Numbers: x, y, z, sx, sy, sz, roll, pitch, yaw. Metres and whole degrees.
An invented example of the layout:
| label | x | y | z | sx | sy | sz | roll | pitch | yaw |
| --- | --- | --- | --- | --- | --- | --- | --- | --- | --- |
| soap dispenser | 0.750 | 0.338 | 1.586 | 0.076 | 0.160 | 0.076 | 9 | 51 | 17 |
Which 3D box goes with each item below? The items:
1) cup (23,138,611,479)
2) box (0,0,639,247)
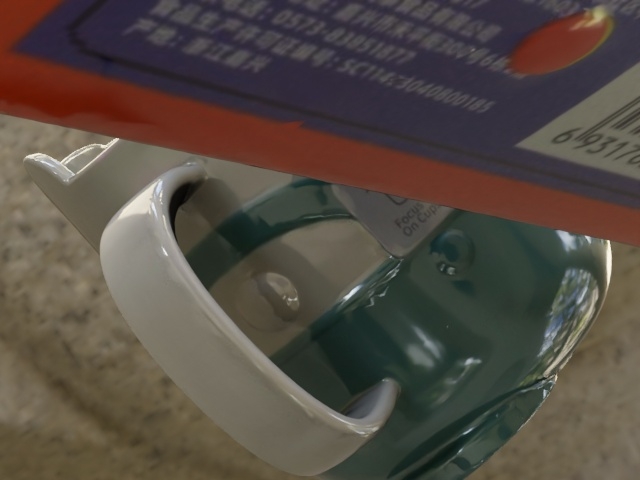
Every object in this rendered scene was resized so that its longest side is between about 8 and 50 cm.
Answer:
| label | x | y | z | sx | sy | sz | roll | pitch | yaw |
| --- | --- | --- | --- | --- | --- | --- | --- | --- | --- |
| cup | 0.000 | 0.000 | 0.965 | 0.258 | 0.219 | 0.290 | 49 | 30 | -3 |
| box | 0.048 | -0.203 | 0.476 | 0.348 | 0.257 | 0.319 | 11 | 51 | -51 |
